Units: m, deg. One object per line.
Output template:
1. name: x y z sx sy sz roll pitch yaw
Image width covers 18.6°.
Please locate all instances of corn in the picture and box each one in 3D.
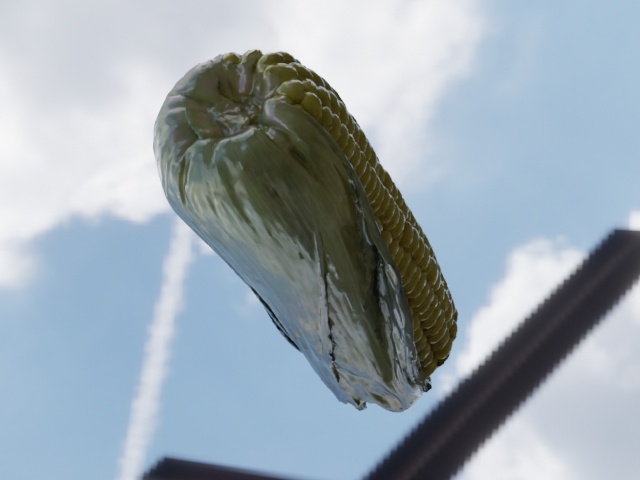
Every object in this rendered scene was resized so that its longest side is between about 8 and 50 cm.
1. corn: -0.003 0.003 1.207 0.305 0.123 0.122 56 -153 -48
